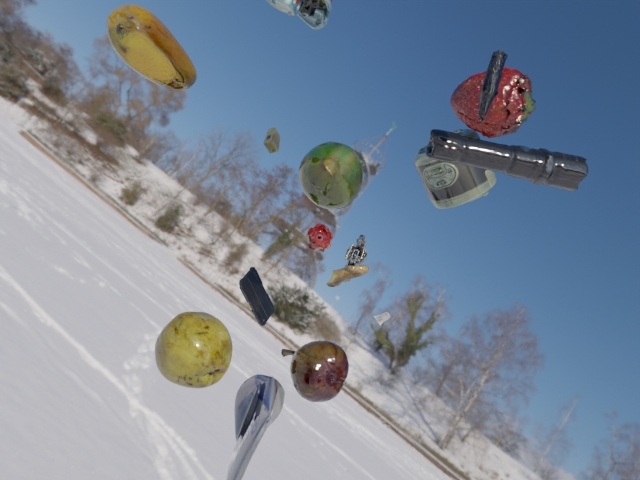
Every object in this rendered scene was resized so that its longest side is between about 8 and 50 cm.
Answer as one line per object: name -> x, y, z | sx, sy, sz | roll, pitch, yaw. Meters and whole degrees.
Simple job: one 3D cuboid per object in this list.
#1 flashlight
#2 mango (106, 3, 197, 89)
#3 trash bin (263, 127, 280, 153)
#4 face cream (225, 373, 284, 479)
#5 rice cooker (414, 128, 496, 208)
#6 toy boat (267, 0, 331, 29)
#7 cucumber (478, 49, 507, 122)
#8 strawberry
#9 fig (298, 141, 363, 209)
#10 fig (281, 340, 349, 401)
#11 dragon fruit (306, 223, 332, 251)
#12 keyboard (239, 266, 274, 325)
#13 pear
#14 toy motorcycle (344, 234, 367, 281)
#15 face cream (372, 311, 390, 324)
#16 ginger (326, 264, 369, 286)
flashlight -> 0.484, -0.219, 1.212 | 0.423, 0.103, 0.103 | 12, -15, -2
mango -> -0.437, -0.500, 1.215 | 0.262, 0.130, 0.167 | 43, 29, -41
trash bin -> -0.195, -0.408, 1.868 | 0.043, 0.092, 0.061 | -15, -46, 20
face cream -> -0.166, 0.471, 1.167 | 0.137, 0.235, 0.420 | 27, 1, -5
rice cooker -> 0.539, -0.278, 1.853 | 0.277, 0.288, 0.288 | 63, -20, -15
toy boat -> -0.053, -0.606, 1.131 | 0.145, 0.133, 0.332 | 27, 10, 12
cucumber -> 0.383, -0.342, 1.032 | 0.038, 0.163, 0.043 | 14, 4, 1
strawberry -> 0.603, -0.490, 1.642 | 0.288, 0.239, 0.250 | 22, -23, 30
fig -> 0.030, -0.178, 1.242 | 0.181, 0.181, 0.191 | 39, -2, 8
fig -> -0.050, 0.443, 1.676 | 0.320, 0.217, 0.217 | 18, -26, 52
dragon fruit -> -0.002, -0.004, 1.883 | 0.112, 0.126, 0.068 | 11, 20, -25
keyboard -> -0.246, 0.223, 1.788 | 0.016, 0.106, 0.262 | 9, -44, 31
pear -> -0.495, 0.439, 1.831 | 0.304, 0.304, 0.304 | 38, -14, 11
toy motorcycle -> 0.165, 0.089, 2.141 | 0.094, 0.229, 0.130 | 19, -21, 13
face cream -> 0.203, 0.255, 1.513 | 0.038, 0.020, 0.115 | 51, 20, 16
ginger -> 0.078, 0.099, 1.366 | 0.137, 0.044, 0.057 | -23, -71, 26
